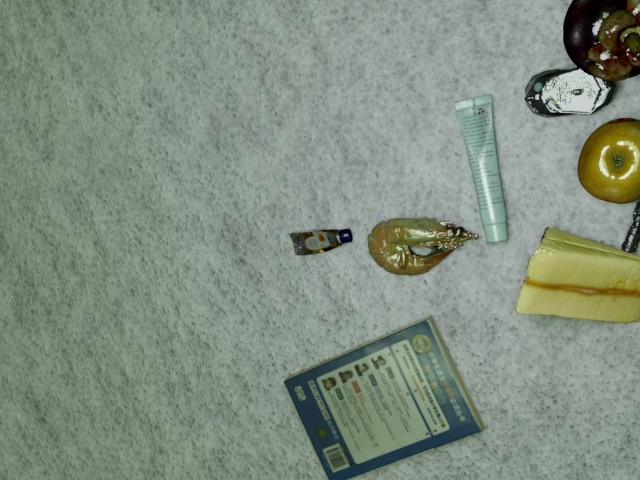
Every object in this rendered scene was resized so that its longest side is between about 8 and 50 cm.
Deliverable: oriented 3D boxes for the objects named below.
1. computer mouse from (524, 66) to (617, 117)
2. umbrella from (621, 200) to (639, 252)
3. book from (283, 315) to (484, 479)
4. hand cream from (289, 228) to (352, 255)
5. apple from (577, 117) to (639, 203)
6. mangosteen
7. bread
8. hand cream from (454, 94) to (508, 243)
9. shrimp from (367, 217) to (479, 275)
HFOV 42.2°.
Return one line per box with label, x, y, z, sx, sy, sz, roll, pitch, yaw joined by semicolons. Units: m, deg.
computer mouse;0.540;-0.321;1.789;0.192;0.062;0.105;-1;97;27
umbrella;0.683;-0.042;1.777;0.037;0.040;0.143;19;106;11
book;0.146;0.399;2.035;0.428;0.039;0.300;-26;87;22
hand cream;0.000;0.000;2.048;0.163;0.039;0.062;-10;108;24
apple;0.624;-0.165;1.723;0.183;0.155;0.182;3;98;20
mangosteen;0.592;-0.408;1.629;0.212;0.250;0.211;0;118;0
bread;0.565;0.096;1.759;0.264;0.163;0.167;18;115;18
hand cream;0.371;-0.159;1.873;0.085;0.058;0.331;-10;92;24
shrimp;0.239;0.010;1.945;0.267;0.061;0.145;-9;102;19
